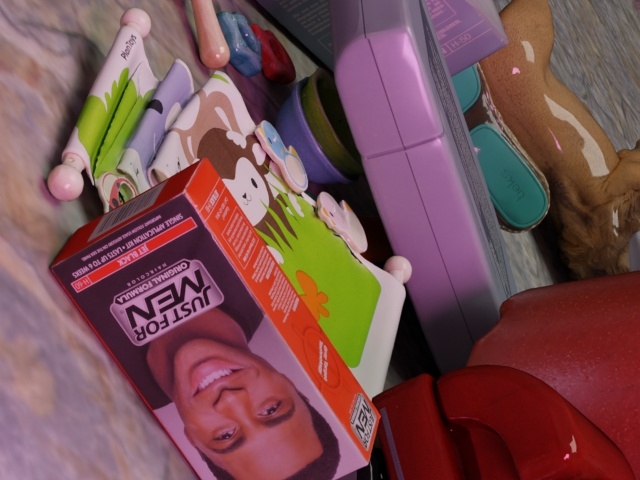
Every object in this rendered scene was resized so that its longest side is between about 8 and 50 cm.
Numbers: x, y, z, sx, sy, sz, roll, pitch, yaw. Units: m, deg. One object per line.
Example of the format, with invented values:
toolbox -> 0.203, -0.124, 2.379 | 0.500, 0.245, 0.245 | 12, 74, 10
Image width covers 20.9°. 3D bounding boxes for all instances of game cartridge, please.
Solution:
game cartridge -> 0.068, -0.035, 1.055 | 0.198, 0.062, 0.297 | -86, 159, -54

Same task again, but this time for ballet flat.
ballet flat -> 0.102, -0.094, 1.332 | 0.206, 0.073, 0.067 | 60, -8, -15

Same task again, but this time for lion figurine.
lion figurine -> 0.210, -0.094, 1.529 | 0.392, 0.142, 0.240 | 47, 27, 0

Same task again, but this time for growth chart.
growth chart -> -0.034, -0.008, 0.854 | 0.237, 0.021, 0.172 | 44, 33, -29

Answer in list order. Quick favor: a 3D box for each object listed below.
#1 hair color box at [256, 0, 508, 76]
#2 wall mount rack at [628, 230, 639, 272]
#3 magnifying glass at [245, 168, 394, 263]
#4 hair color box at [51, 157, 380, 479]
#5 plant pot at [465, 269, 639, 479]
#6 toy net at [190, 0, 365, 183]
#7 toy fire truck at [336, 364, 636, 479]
hair color box -> -0.027, -0.256, 1.125 | 0.374, 0.114, 0.185 | 38, 29, -50
wall mount rack -> 0.254, 0.176, 1.163 | 0.304, 0.130, 0.350 | 45, 31, -1
magnifying glass -> 0.000, 0.000, 0.983 | 0.092, 0.026, 0.231 | 65, 21, 10
hair color box -> -0.042, 0.044, 0.734 | 0.141, 0.072, 0.043 | 56, 20, -16
plant pot -> 0.227, 0.115, 0.885 | 0.272, 0.265, 0.272 | 10, 77, -55
toy net -> -0.045, -0.135, 1.015 | 0.232, 0.045, 0.122 | 55, 20, -19
toy fire truck -> 0.110, 0.136, 0.727 | 0.158, 0.246, 0.217 | 40, 29, -48
